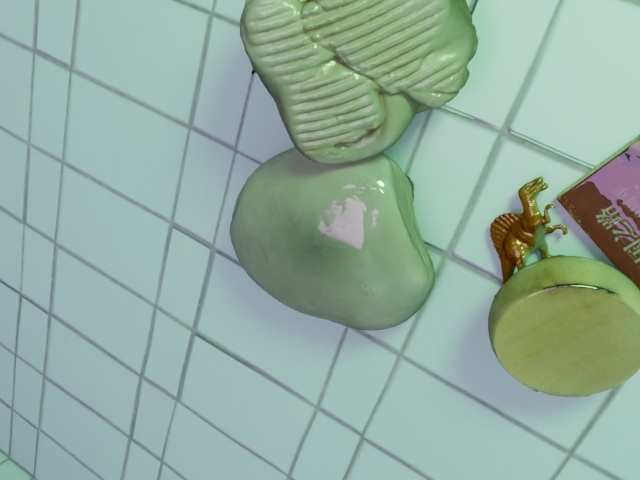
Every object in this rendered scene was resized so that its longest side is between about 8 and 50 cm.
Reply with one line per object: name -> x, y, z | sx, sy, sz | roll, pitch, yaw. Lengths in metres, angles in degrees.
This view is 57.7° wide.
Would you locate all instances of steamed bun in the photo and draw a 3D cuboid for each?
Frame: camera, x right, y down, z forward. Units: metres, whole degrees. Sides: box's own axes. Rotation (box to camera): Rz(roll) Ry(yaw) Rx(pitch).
steamed bun -> 0.053, -0.345, 0.931 | 0.342, 0.255, 0.368 | -20, 127, 15

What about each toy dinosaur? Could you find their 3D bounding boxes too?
toy dinosaur -> 0.340, 0.005, 1.012 | 0.142, 0.057, 0.212 | 51, 123, 6

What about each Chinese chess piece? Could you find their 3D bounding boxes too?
Chinese chess piece -> 0.407, 0.143, 0.961 | 0.250, 0.097, 0.251 | 7, 123, 11

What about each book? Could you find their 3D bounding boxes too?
book -> 0.591, -0.080, 0.864 | 0.262, 0.028, 0.374 | 49, 122, 3

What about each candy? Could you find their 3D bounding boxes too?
candy -> 0.000, 0.000, 1.128 | 0.426, 0.186, 0.386 | 3, 112, 32
